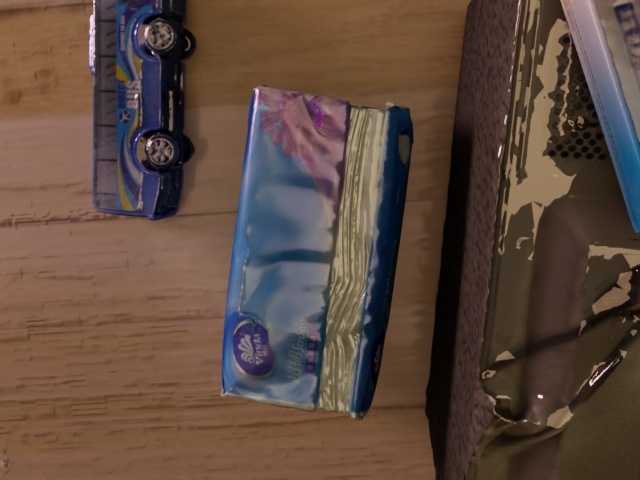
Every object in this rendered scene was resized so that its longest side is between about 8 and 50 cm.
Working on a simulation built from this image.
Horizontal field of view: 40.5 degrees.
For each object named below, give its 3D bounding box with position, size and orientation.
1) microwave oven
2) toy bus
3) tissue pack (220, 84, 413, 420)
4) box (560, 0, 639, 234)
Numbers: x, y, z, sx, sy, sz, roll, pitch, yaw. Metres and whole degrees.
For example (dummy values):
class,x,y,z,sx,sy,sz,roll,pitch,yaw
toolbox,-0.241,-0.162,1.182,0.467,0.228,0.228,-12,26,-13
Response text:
class,x,y,z,sx,sy,sz,roll,pitch,yaw
microwave oven,0.231,0.023,0.706,0.236,0.374,0.432,4,102,2
toy bus,-0.176,-0.140,0.847,0.094,0.079,0.236,2,97,4
tissue pack,0.000,0.000,0.796,0.146,0.198,0.263,8,97,5
box,0.220,-0.113,0.477,0.139,0.073,0.194,-17,87,7
